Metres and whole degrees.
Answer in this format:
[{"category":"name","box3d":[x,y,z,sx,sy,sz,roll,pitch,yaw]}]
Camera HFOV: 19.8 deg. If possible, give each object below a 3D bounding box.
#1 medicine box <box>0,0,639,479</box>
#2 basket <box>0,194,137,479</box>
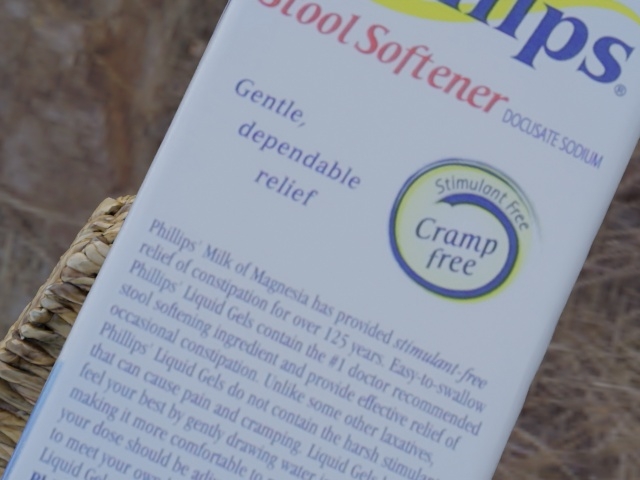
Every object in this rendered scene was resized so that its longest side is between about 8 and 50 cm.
[{"category":"medicine box","box3d":[0.000,0.000,0.731,0.149,0.263,0.289,25,81,-5]},{"category":"basket","box3d":[-0.051,0.104,1.172,0.299,0.223,0.213,36,103,-3]}]
